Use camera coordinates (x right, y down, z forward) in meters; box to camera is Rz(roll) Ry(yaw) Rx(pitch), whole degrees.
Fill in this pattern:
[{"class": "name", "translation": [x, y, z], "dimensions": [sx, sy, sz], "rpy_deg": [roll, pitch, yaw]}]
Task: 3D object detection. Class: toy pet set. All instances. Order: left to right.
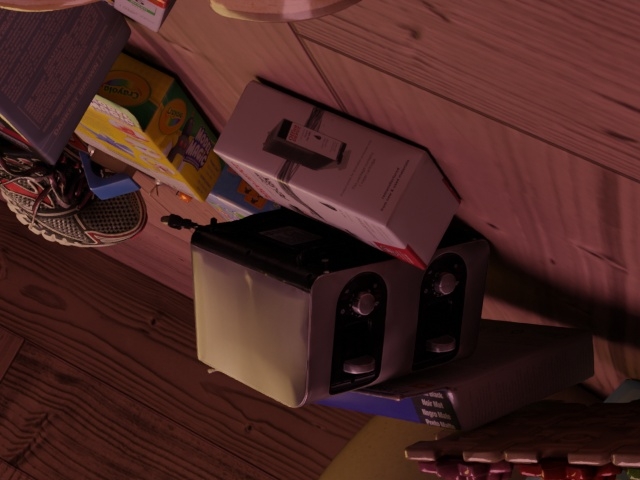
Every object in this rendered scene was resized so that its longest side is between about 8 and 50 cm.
[{"class": "toy pet set", "translation": [-0.198, -0.062, 1.540], "dimensions": [0.122, 0.065, 0.114], "rpy_deg": [27, 172, 12]}]

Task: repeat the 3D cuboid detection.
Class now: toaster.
[{"class": "toaster", "translation": [0.004, 0.037, 1.094], "dimensions": [0.168, 0.110, 0.186], "rpy_deg": [-11, -160, -37]}]

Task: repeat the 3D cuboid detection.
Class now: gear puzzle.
[{"class": "gear puzzle", "translation": [0.242, 0.150, 1.044], "dimensions": [0.339, 0.044, 0.175], "rpy_deg": [-4, -175, 34]}]

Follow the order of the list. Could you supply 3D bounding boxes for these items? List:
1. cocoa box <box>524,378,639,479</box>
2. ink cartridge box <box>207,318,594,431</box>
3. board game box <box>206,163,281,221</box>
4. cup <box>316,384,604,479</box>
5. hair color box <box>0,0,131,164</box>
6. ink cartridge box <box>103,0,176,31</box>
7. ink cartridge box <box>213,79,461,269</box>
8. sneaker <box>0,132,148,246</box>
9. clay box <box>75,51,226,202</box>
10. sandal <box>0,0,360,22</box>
[{"class": "cocoa box", "translation": [0.245, 0.310, 1.190], "dimensions": [0.228, 0.347, 0.231], "rpy_deg": [49, 168, -10]}, {"class": "ink cartridge box", "translation": [0.064, 0.106, 1.186], "dimensions": [0.224, 0.045, 0.223], "rpy_deg": [-13, -169, -41]}, {"class": "board game box", "translation": [0.000, 0.000, 1.343], "dimensions": [0.212, 0.039, 0.160], "rpy_deg": [26, 172, 21]}, {"class": "cup", "translation": [0.183, 0.248, 1.556], "dimensions": [0.331, 0.237, 0.331], "rpy_deg": [28, 171, 5]}, {"class": "hair color box", "translation": [-0.246, -0.174, 0.831], "dimensions": [0.185, 0.113, 0.374], "rpy_deg": [28, 171, 10]}, {"class": "ink cartridge box", "translation": [-0.104, -0.149, 0.799], "dimensions": [0.063, 0.029, 0.115], "rpy_deg": [30, 172, -7]}, {"class": "ink cartridge box", "translation": [0.011, -0.042, 0.974], "dimensions": [0.135, 0.056, 0.099], "rpy_deg": [24, 172, 25]}, {"class": "sneaker", "translation": [-0.302, -0.080, 1.597], "dimensions": [0.299, 0.120, 0.112], "rpy_deg": [35, 168, -36]}, {"class": "clay box", "translation": [-0.157, -0.106, 1.171], "dimensions": [0.127, 0.053, 0.222], "rpy_deg": [27, 171, 14]}, {"class": "sandal", "translation": [-0.074, -0.148, 0.636], "dimensions": [0.240, 0.088, 0.079], "rpy_deg": [12, 132, 42]}]
